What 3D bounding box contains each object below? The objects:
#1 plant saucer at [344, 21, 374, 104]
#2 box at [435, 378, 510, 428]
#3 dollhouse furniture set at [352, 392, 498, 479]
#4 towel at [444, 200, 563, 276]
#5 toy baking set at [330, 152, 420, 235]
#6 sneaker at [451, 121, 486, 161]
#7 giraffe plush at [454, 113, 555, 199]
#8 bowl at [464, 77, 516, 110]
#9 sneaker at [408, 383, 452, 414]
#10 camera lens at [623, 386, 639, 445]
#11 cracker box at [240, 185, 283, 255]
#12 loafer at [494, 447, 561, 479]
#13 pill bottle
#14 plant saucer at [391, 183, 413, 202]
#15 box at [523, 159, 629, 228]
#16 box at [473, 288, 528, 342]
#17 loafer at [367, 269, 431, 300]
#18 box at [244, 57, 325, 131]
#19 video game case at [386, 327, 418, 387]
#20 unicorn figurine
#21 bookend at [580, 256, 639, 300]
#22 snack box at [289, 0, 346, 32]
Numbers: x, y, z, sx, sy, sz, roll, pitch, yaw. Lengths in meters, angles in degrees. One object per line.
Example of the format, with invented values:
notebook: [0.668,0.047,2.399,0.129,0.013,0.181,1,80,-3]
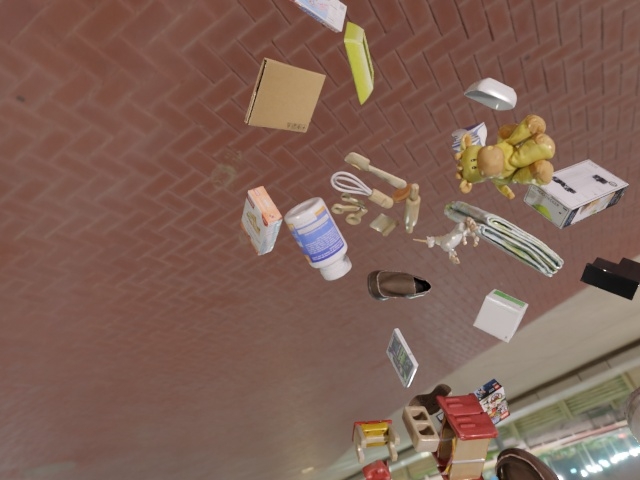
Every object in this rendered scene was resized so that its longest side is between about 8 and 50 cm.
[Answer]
plant saucer: [0.117,-0.516,1.294,0.045,0.188,0.188,-10,127,15]
box: [0.503,0.574,1.473,0.233,0.044,0.159,-30,121,-6]
dollhouse furniture set: [0.262,0.545,1.207,0.374,0.152,0.201,0,112,-9]
towel: [0.629,-0.023,1.575,0.320,0.374,0.090,31,99,-8]
toy baking set: [0.118,-0.084,0.972,0.196,0.030,0.256,8,148,6]
sneaker: [0.597,-0.338,1.772,0.127,0.315,0.182,-12,114,28]
giraffe plush: [0.407,-0.189,1.053,0.170,0.181,0.210,-4,161,-21]
bowl: [0.537,-0.461,1.410,0.142,0.142,0.053,23,99,-6]
sneaker: [0.327,0.492,1.332,0.188,0.066,0.071,-9,116,-40]
camera lens: [1.053,0.567,1.323,0.219,0.219,0.274,-30,176,19]
cracker box: [-0.225,-0.069,1.682,0.067,0.156,0.232,-21,157,-29]
loafer: [0.542,0.669,1.071,0.130,0.366,0.134,19,116,-36]
pill bottle: [0.000,0.000,1.570,0.152,0.152,0.272,-25,109,11]
plant saucer: [0.266,-0.155,1.451,0.083,0.083,0.013,-31,116,19]
box: [0.855,-0.161,1.511,0.289,0.169,0.087,-20,139,-23]
box: [0.498,0.206,1.245,0.087,0.101,0.102,-16,127,-52]
loafer: [0.211,0.112,1.184,0.220,0.080,0.078,4,165,-41]
box: [-0.088,-0.366,1.159,0.201,0.021,0.164,-6,128,-45]
video game case: [0.328,0.478,1.827,0.022,0.173,0.190,-13,140,-17]
unicorn figurine: [0.335,0.001,1.152,0.162,0.111,0.060,-38,127,20]
bookend: [0.983,0.108,1.504,0.156,0.157,0.072,-27,131,-42]
snack box: [-0.008,-0.566,1.068,0.178,0.022,0.064,10,94,-46]
